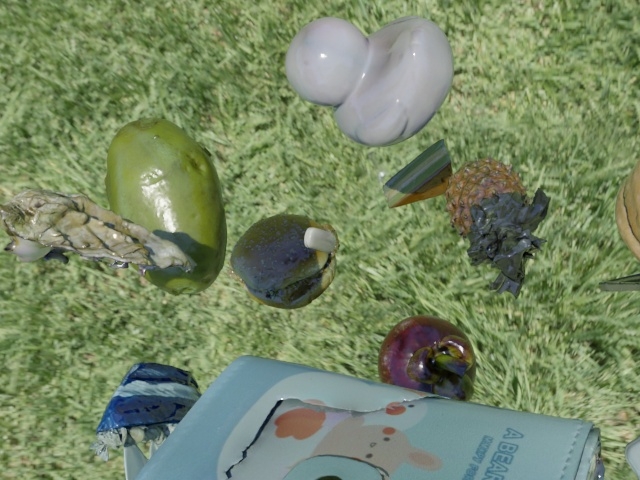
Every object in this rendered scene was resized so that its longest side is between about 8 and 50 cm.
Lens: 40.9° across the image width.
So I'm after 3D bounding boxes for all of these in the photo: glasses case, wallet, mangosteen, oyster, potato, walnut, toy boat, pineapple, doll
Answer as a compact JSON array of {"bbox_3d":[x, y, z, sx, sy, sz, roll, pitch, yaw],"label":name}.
[{"bbox_3d":[0.000,0.000,1.317,0.021,0.083,0.032,10,87,30],"label":"glasses case"},{"bbox_3d":[0.028,0.149,0.512,0.251,0.176,0.075,6,119,25],"label":"wallet"},{"bbox_3d":[0.239,0.267,1.802,0.215,0.257,0.215,-1,93,-21],"label":"mangosteen"},{"bbox_3d":[-0.214,-0.005,0.839,0.209,0.133,0.071,10,86,-26],"label":"oyster"},{"bbox_3d":[-0.212,-0.046,1.149,0.186,0.149,0.253,-49,55,42],"label":"potato"},{"bbox_3d":[0.613,-0.040,1.433,0.225,0.225,0.260,-12,57,11],"label":"walnut"},{"bbox_3d":[-0.146,0.269,0.829,0.067,0.220,0.291,-15,65,15],"label":"toy boat"},{"bbox_3d":[0.287,-0.031,1.372,0.141,0.310,0.170,34,111,-17],"label":"pineapple"},{"bbox_3d":[0.064,-0.255,1.271,0.251,0.221,0.221,-12,72,48],"label":"doll"}]

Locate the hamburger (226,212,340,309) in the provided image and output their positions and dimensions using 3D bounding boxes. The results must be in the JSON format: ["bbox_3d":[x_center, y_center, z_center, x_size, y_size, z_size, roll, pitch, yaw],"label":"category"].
[{"bbox_3d":[-0.067,0.026,1.674,0.215,0.122,0.189,-37,49,-23],"label":"hamburger"}]

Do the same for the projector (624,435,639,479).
[{"bbox_3d":[0.460,0.274,0.868,0.192,0.099,0.256,-39,67,17],"label":"projector"}]

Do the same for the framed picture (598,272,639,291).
[{"bbox_3d":[0.719,0.066,1.704,0.247,0.335,0.022,-13,87,1],"label":"framed picture"}]

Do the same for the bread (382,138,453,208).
[{"bbox_3d":[0.181,-0.125,1.636,0.139,0.084,0.074,-15,50,7],"label":"bread"}]
